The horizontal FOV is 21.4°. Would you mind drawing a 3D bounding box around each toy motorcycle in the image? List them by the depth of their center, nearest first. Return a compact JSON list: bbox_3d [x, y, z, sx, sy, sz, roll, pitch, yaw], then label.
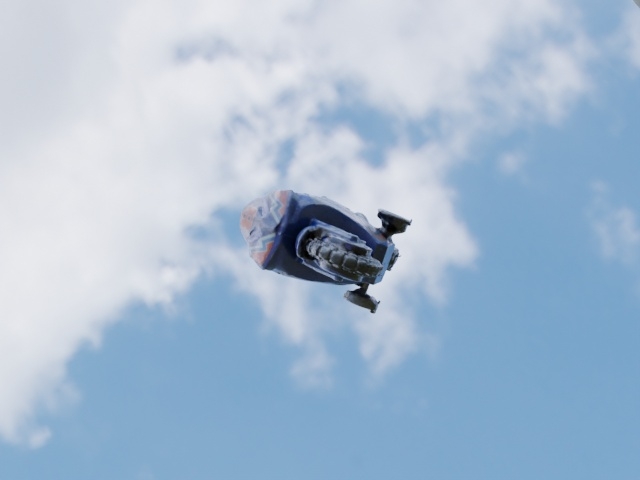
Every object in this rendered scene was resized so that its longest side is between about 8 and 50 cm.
[{"bbox_3d":[0.000,0.000,1.240,0.114,0.205,0.076,21,-86,5],"label":"toy motorcycle"}]

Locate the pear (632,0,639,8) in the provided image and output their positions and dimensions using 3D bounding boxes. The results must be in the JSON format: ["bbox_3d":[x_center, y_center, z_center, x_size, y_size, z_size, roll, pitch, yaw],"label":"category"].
[{"bbox_3d":[0.312,-0.258,1.122,0.281,0.280,0.280,-13,-52,-17],"label":"pear"}]
